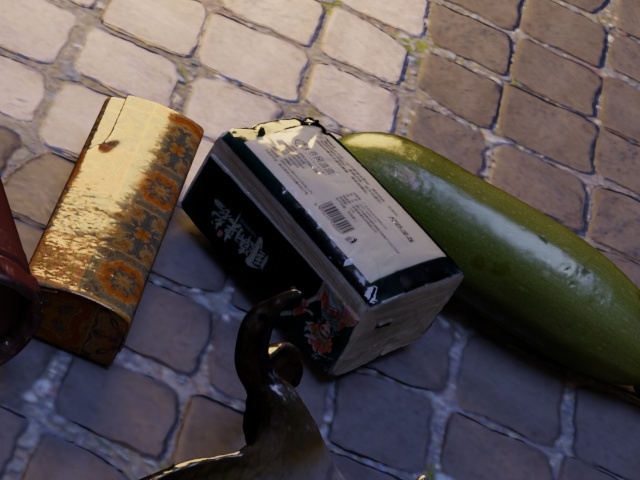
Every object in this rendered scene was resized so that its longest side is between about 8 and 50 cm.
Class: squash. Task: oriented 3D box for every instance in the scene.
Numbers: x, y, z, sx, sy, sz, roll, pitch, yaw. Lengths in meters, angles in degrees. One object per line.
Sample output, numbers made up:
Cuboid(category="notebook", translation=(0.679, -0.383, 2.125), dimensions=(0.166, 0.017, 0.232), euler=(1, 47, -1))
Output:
Cuboid(category="squash", translation=(0.144, 0.022, 1.395), dimensions=(0.341, 0.094, 0.094), euler=(33, 37, 6))

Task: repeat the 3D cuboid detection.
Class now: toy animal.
Cuboid(category="toy animal", translation=(-0.016, 0.116, 1.118), dimensions=(0.160, 0.197, 0.272), euler=(35, 33, 4))

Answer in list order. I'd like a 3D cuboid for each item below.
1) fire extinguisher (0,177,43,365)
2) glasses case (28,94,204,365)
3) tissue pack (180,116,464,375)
Cuboid(category="fire extinguisher", translation=(-0.246, -0.047, 1.220), dimensions=(0.105, 0.104, 0.269), euler=(4, 44, -29))
Cuboid(category="glasses case", translation=(-0.137, -0.014, 1.294), dimensions=(0.075, 0.049, 0.218), euler=(24, 37, -6))
Cuboid(category="tissue pack", translation=(0.000, -0.001, 1.331), dimensions=(0.103, 0.090, 0.170), euler=(-17, 57, -43))
